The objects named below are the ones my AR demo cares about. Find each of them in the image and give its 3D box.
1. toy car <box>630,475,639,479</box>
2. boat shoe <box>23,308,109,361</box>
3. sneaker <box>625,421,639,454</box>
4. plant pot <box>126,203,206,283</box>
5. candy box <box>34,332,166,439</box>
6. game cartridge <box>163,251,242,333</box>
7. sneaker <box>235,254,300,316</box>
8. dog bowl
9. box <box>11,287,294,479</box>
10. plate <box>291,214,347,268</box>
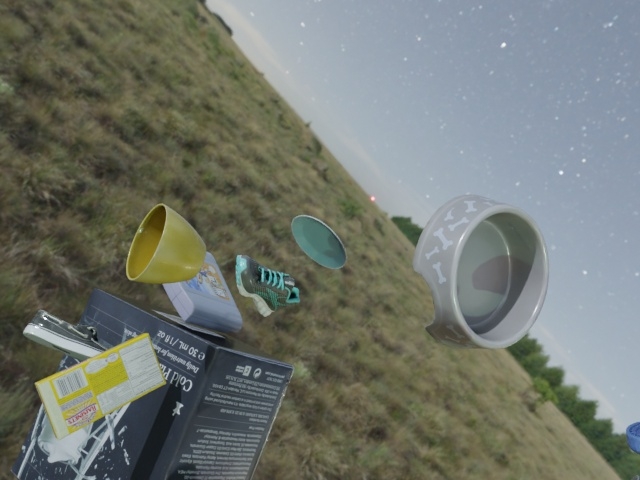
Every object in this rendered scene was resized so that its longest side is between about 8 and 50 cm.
[{"bbox_3d":[0.402,0.418,0.769,0.148,0.155,0.188,28,40,26],"label":"toy car"},{"bbox_3d":[-0.512,0.211,1.195,0.219,0.070,0.078,26,-32,-7],"label":"boat shoe"},{"bbox_3d":[0.589,0.334,0.884,0.081,0.232,0.091,-164,-105,-79],"label":"sneaker"},{"bbox_3d":[-0.250,0.019,0.940,0.095,0.134,0.134,27,17,-33],"label":"plant pot"},{"bbox_3d":[-0.387,0.255,1.006,0.027,0.205,0.105,-4,-76,49],"label":"candy box"},{"bbox_3d":[-0.329,0.107,1.470,0.198,0.062,0.297,34,17,-48],"label":"game cartridge"},{"bbox_3d":[-0.080,0.065,0.887,0.166,0.076,0.065,58,23,-60],"label":"sneaker"},{"bbox_3d":[0.360,0.074,1.218,0.349,0.349,0.102,45,-20,-27],"label":"dog bowl"},{"bbox_3d":[-0.390,0.420,1.315,0.479,0.472,0.297,14,-10,37],"label":"box"},{"bbox_3d":[0.000,0.000,1.532,0.188,0.024,0.188,31,-33,22],"label":"plate"}]
